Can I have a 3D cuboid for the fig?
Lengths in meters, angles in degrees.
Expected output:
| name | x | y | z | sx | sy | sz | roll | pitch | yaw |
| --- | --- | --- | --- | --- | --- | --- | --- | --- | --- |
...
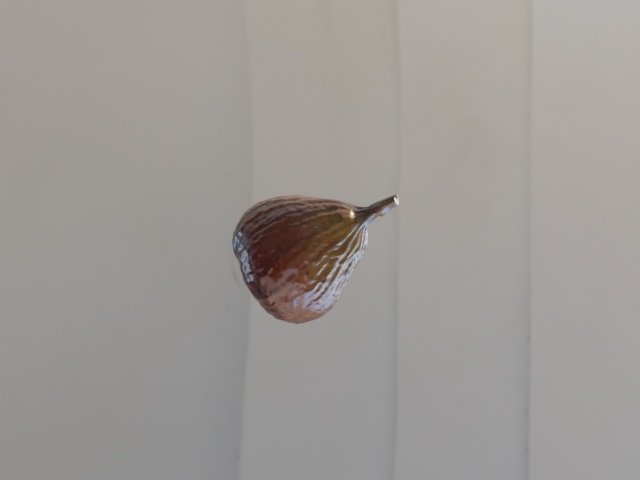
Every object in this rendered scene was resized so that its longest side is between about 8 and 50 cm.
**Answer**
| name | x | y | z | sx | sy | sz | roll | pitch | yaw |
| --- | --- | --- | --- | --- | --- | --- | --- | --- | --- |
| fig | -0.010 | 0.011 | 1.005 | 0.153 | 0.119 | 0.119 | -22 | -130 | 47 |
